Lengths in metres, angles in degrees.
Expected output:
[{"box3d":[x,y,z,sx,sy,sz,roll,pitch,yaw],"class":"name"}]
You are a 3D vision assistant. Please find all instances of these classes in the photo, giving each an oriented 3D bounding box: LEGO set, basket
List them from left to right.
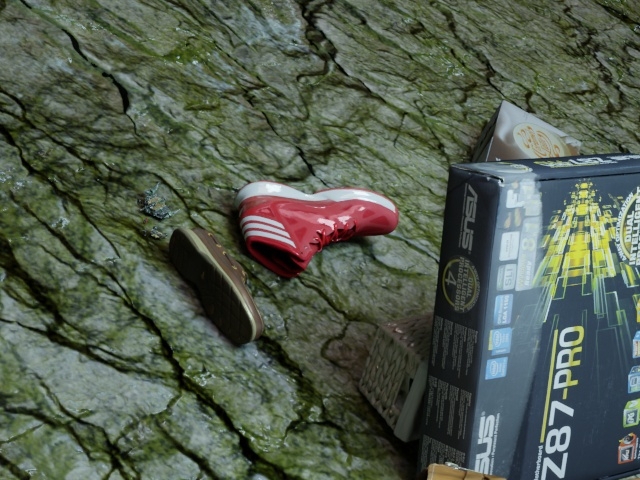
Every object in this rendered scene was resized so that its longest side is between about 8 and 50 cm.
[{"box3d":[-0.206,-0.033,1.929,0.054,0.023,0.083,25,50,-4],"class":"LEGO set"},{"box3d":[0.141,0.155,1.859,0.167,0.113,0.103,-9,38,-40],"class":"basket"}]

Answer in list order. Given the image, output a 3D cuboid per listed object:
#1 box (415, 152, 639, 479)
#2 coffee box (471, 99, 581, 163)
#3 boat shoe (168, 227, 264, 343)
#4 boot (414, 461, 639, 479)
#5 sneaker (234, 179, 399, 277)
[{"box3d":[0.267,0.100,1.800,0.318,0.394,0.097,-4,15,-38],"class":"box"},{"box3d":[0.285,-0.079,2.245,0.141,0.098,0.246,28,37,-3],"class":"coffee box"},{"box3d":[-0.113,0.048,1.857,0.060,0.064,0.178,-11,50,-39],"class":"boat shoe"},{"box3d":[0.215,0.271,1.586,0.220,0.283,0.109,21,72,-4],"class":"boot"},{"box3d":[0.000,0.000,1.993,0.221,0.087,0.128,3,52,-14],"class":"sneaker"}]
